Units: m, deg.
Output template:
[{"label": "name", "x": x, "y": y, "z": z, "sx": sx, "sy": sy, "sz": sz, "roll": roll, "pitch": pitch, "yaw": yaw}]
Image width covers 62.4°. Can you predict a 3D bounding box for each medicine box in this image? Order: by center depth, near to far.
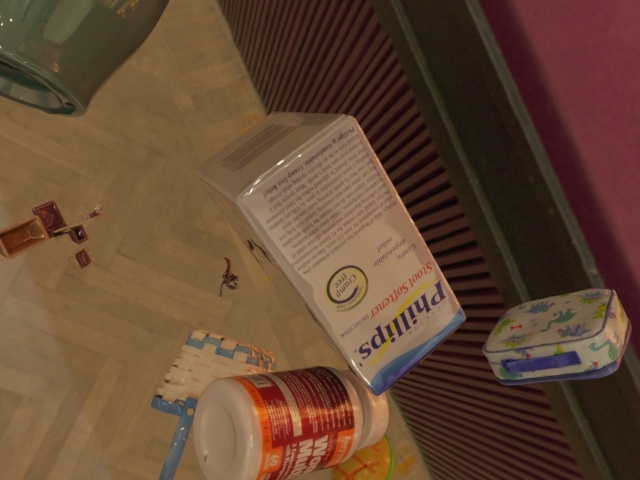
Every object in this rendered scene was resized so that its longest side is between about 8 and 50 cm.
[{"label": "medicine box", "x": 0.000, "y": 0.000, "z": 0.666, "sx": 0.149, "sy": 0.263, "sz": 0.289, "roll": -38, "pitch": 114, "yaw": -9}]

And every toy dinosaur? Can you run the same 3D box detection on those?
[{"label": "toy dinosaur", "x": -0.206, "y": 0.087, "z": 1.216, "sx": 0.047, "sy": 0.082, "sz": 0.090, "roll": 4, "pitch": 82, "yaw": -15}]

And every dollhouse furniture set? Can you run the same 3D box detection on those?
[{"label": "dollhouse furniture set", "x": -0.298, "y": 0.001, "z": 0.609, "sx": 0.081, "sy": 0.114, "sz": 0.091, "roll": -15, "pitch": 106, "yaw": 18}]

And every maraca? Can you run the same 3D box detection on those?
[{"label": "maraca", "x": 0.072, "y": 0.423, "z": 0.949, "sx": 0.099, "sy": 0.127, "sz": 0.186, "roll": 49, "pitch": 37, "yaw": -31}]

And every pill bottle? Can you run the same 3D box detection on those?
[{"label": "pill bottle", "x": -0.027, "y": 0.214, "z": 0.630, "sx": 0.221, "sy": 0.121, "sz": 0.121, "roll": 5, "pitch": 80, "yaw": -42}]

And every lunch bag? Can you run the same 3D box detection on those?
[{"label": "lunch bag", "x": 0.401, "y": 0.169, "z": 0.910, "sx": 0.176, "sy": 0.219, "sz": 0.090, "roll": -36, "pitch": 100, "yaw": -48}]

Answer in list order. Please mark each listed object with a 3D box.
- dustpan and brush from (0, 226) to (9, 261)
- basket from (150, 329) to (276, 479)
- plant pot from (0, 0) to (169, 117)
[{"label": "dustpan and brush", "x": -0.664, "y": 0.028, "z": 1.013, "sx": 0.147, "sy": 0.060, "sz": 0.211, "roll": -7, "pitch": 45, "yaw": 7}, {"label": "basket", "x": -0.198, "y": 0.328, "z": 0.988, "sx": 0.201, "sy": 0.255, "sz": 0.289, "roll": 7, "pitch": 72, "yaw": 12}, {"label": "plant pot", "x": -0.309, "y": -0.292, "z": 0.597, "sx": 0.271, "sy": 0.271, "sz": 0.255, "roll": 19, "pitch": 79, "yaw": -9}]
